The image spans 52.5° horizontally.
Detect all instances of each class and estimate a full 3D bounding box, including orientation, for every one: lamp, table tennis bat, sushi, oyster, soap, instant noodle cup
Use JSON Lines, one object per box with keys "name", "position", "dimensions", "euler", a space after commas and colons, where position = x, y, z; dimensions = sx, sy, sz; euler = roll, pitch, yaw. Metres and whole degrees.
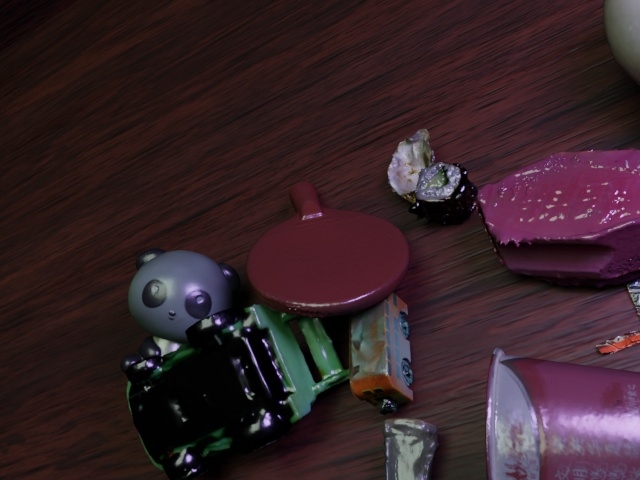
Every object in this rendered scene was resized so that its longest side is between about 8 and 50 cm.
{"name": "lamp", "position": [-0.263, 0.140, 1.201], "dimensions": [0.197, 0.197, 0.244], "euler": [9, 83, 38]}
{"name": "table tennis bat", "position": [0.000, 0.000, 1.109], "dimensions": [0.268, 0.051, 0.415], "euler": [-12, 30, -5]}
{"name": "sushi", "position": [0.208, -0.073, 1.083], "dimensions": [0.094, 0.084, 0.098], "euler": [8, 71, 34]}
{"name": "oyster", "position": [0.168, -0.125, 1.166], "dimensions": [0.103, 0.051, 0.148], "euler": [-17, 50, 47]}
{"name": "soap", "position": [0.364, -0.035, 0.931], "dimensions": [0.289, 0.112, 0.182], "euler": [3, 52, 38]}
{"name": "instant noodle cup", "position": [0.290, 0.241, 0.737], "dimensions": [0.178, 0.235, 0.235], "euler": [-3, 59, 21]}

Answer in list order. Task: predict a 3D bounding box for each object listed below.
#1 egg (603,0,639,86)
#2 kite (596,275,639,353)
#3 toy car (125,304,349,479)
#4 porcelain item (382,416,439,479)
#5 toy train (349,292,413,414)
{"name": "egg", "position": [0.547, -0.312, 0.880], "dimensions": [0.283, 0.283, 0.345], "euler": [-50, 33, -4]}
{"name": "kite", "position": [0.455, 0.115, 0.840], "dimensions": [0.189, 0.009, 0.232], "euler": [-23, 50, 20]}
{"name": "toy car", "position": [-0.145, 0.236, 1.055], "dimensions": [0.358, 0.176, 0.213], "euler": [-32, 78, 25]}
{"name": "porcelain item", "position": [0.117, 0.353, 0.870], "dimensions": [0.081, 0.069, 0.216], "euler": [-3, 58, 19]}
{"name": "toy train", "position": [0.094, 0.166, 0.990], "dimensions": [0.072, 0.099, 0.188], "euler": [-16, 52, 24]}
